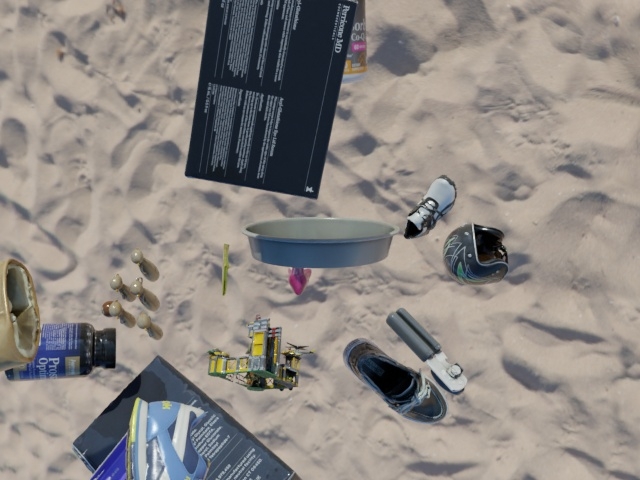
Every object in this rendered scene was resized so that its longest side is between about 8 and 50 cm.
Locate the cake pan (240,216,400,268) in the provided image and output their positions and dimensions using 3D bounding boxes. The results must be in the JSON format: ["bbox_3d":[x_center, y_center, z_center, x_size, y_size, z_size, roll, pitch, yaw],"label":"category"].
[{"bbox_3d":[0.000,0.000,1.111,0.293,0.293,0.054,5,101,28],"label":"cake pan"}]

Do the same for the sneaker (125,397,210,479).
[{"bbox_3d":[-0.104,0.181,0.420,0.053,0.059,0.144,130,138,-53],"label":"sneaker"}]

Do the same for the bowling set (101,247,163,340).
[{"bbox_3d":[-0.605,0.189,1.855,0.199,0.154,0.287,-18,56,1],"label":"bowling set"}]

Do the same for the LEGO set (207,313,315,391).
[{"bbox_3d":[-0.200,0.361,1.949,0.255,0.331,0.192,-15,59,32],"label":"LEGO set"}]

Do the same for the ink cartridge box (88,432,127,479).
[{"bbox_3d":[-0.392,0.463,1.117,0.045,0.206,0.208,34,157,10],"label":"ink cartridge box"}]

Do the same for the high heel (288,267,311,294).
[{"bbox_3d":[-0.068,0.142,2.005,0.082,0.244,0.117,2,76,-4],"label":"high heel"}]

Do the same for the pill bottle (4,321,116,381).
[{"bbox_3d":[-0.563,0.241,1.316,0.123,0.219,0.123,-179,90,-71],"label":"pill bottle"}]

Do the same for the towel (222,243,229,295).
[{"bbox_3d":[-0.305,0.090,1.940,0.021,0.237,0.102,2,106,-10],"label":"towel"}]

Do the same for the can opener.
[{"bbox_3d":[0.284,0.306,1.635,0.280,0.074,0.093,49,134,20],"label":"can opener"}]

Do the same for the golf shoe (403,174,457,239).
[{"bbox_3d":[0.271,-0.073,1.499,0.077,0.094,0.198,39,133,19],"label":"golf shoe"}]

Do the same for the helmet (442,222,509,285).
[{"bbox_3d":[0.399,0.037,1.572,0.161,0.169,0.169,11,112,-8],"label":"helmet"}]

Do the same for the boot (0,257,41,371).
[{"bbox_3d":[-0.450,0.166,0.665,0.269,0.089,0.236,-20,69,-1],"label":"boot"}]

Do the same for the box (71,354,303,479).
[{"bbox_3d":[-0.254,0.600,1.452,0.471,0.297,0.480,28,156,31],"label":"box"}]

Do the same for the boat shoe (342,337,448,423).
[{"bbox_3d":[0.184,0.323,1.318,0.113,0.105,0.306,-48,111,-5],"label":"boat shoe"}]

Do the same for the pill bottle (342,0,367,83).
[{"bbox_3d":[0.028,-0.522,1.440,0.162,0.162,0.279,7,112,27],"label":"pill bottle"}]

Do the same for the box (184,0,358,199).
[{"bbox_3d":[-0.069,-0.204,0.811,0.184,0.103,0.261,10,107,-7],"label":"box"}]
